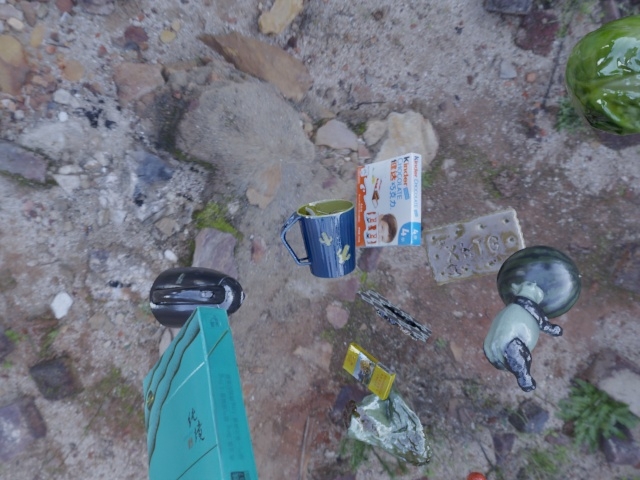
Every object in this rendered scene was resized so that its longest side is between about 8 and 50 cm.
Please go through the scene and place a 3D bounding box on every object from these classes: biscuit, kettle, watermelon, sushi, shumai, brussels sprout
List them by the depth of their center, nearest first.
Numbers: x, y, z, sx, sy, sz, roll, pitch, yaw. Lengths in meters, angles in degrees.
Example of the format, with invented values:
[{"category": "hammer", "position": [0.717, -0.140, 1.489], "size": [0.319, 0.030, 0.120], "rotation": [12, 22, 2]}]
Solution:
[{"category": "brussels sprout", "position": [0.607, -0.306, 0.886], "size": [0.210, 0.271, 0.219], "rotation": [-32, 114, -19]}, {"category": "watermelon", "position": [0.594, 0.114, 1.305], "size": [0.212, 0.212, 0.212], "rotation": [-1, 100, -5]}, {"category": "shumai", "position": [0.193, 0.575, 1.420], "size": [0.204, 0.222, 0.271], "rotation": [-30, 83, -9]}, {"category": "kettle", "position": [-0.399, 0.183, 1.543], "size": [0.291, 0.268, 0.207], "rotation": [-5, 81, 32]}, {"category": "biscuit", "position": [0.525, 0.026, 1.643], "size": [0.325, 0.044, 0.217], "rotation": [-13, 94, 20]}, {"category": "sushi", "position": [0.265, 0.288, 1.768], "size": [0.290, 0.264, 0.050], "rotation": [35, 100, 17]}]

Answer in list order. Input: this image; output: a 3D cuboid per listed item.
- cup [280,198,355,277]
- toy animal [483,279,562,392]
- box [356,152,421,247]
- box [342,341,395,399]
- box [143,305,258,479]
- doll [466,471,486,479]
[{"category": "cup", "position": [0.000, 0.000, 1.099], "size": [0.177, 0.131, 0.155], "rotation": [-12, 109, -7]}, {"category": "toy animal", "position": [0.389, 0.170, 0.930], "size": [0.225, 0.094, 0.121], "rotation": [-46, 109, -30]}, {"category": "box", "position": [0.206, -0.115, 1.490], "size": [0.048, 0.265, 0.273], "rotation": [4, 85, -33]}, {"category": "box", "position": [0.131, 0.358, 1.323], "size": [0.023, 0.155, 0.086], "rotation": [-14, 126, -43]}, {"category": "box", "position": [-0.126, 0.203, 0.476], "size": [0.042, 0.226, 0.161], "rotation": [15, 131, -37]}, {"category": "doll", "position": [0.464, 0.811, 1.362], "size": [0.161, 0.290, 0.129], "rotation": [-6, 133, 27]}]
